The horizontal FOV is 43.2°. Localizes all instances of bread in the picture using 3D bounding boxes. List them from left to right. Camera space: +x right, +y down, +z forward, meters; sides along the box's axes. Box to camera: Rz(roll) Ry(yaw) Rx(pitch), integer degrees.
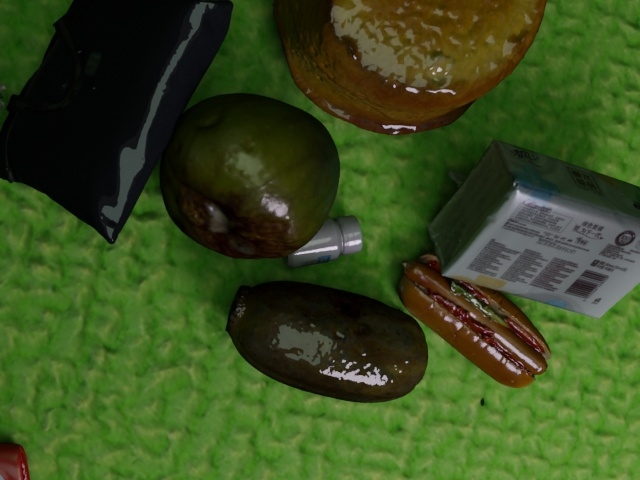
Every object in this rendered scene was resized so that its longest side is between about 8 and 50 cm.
[{"bbox_3d":[0.100,-0.268,0.869,0.312,0.172,0.311,-1,93,-13],"label":"bread"}]

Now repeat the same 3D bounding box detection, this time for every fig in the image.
[{"bbox_3d":[-0.066,-0.070,0.844,0.191,0.181,0.180,-30,104,-42],"label":"fig"}]

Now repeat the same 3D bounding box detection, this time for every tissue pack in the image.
[{"bbox_3d":[0.264,-0.026,0.953,0.230,0.145,0.159,14,132,-20],"label":"tissue pack"}]

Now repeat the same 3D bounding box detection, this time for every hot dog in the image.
[{"bbox_3d":[0.185,0.094,0.983,0.236,0.062,0.092,36,89,-14],"label":"hot dog"}]

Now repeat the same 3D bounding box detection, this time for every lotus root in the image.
[{"bbox_3d":[0.009,0.113,0.906,0.241,0.124,0.122,13,81,-16],"label":"lotus root"}]

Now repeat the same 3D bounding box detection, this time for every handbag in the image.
[{"bbox_3d":[-0.218,-0.145,0.805,0.089,0.211,0.254,31,84,-58],"label":"handbag"}]

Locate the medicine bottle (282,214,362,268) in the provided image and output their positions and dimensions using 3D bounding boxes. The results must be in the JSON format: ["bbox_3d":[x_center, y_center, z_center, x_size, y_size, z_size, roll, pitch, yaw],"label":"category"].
[{"bbox_3d":[0.000,0.000,0.929,0.089,0.052,0.052,-11,98,-14],"label":"medicine bottle"}]

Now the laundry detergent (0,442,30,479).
[{"bbox_3d":[-0.396,0.268,0.855,0.166,0.049,0.097,-7,101,-12],"label":"laundry detergent"}]

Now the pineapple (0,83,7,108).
[{"bbox_3d":[-0.433,-0.244,0.732,0.175,0.175,0.361,-39,102,-8],"label":"pineapple"}]
